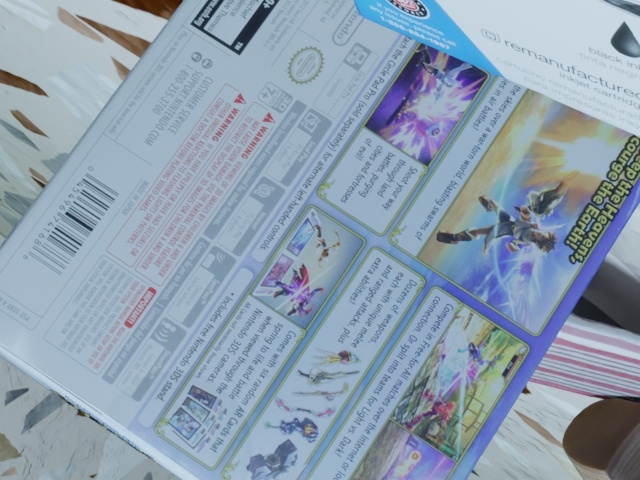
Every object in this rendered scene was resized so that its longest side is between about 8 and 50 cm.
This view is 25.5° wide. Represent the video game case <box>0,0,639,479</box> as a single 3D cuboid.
[{"bbox_3d":[0.000,0.000,0.701,0.244,0.269,0.061,33,168,7],"label":"video game case"}]

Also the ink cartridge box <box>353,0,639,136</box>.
[{"bbox_3d":[0.068,-0.136,0.463,0.148,0.086,0.203,28,166,25],"label":"ink cartridge box"}]

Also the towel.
[{"bbox_3d":[0.186,0.078,0.962,0.144,0.029,0.197,14,167,-10],"label":"towel"}]

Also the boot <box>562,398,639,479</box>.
[{"bbox_3d":[0.300,0.229,0.961,0.220,0.109,0.283,46,167,-23],"label":"boot"}]
